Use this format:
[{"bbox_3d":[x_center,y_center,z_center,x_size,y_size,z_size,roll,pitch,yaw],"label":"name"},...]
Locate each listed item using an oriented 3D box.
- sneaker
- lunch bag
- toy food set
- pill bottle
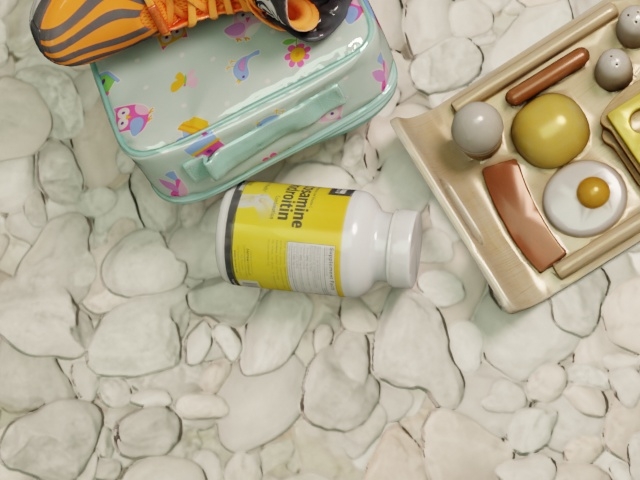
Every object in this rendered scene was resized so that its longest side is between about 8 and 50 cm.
[{"bbox_3d":[-0.098,-0.230,1.242,0.321,0.124,0.180,-35,54,-3],"label":"sneaker"},{"bbox_3d":[-0.078,-0.164,1.339,0.279,0.108,0.224,-27,56,4],"label":"lunch bag"},{"bbox_3d":[0.248,-0.102,1.300,0.306,0.092,0.219,-32,76,6],"label":"toy food set"},{"bbox_3d":[0.000,0.000,1.329,0.184,0.103,0.103,5,82,12],"label":"pill bottle"}]
